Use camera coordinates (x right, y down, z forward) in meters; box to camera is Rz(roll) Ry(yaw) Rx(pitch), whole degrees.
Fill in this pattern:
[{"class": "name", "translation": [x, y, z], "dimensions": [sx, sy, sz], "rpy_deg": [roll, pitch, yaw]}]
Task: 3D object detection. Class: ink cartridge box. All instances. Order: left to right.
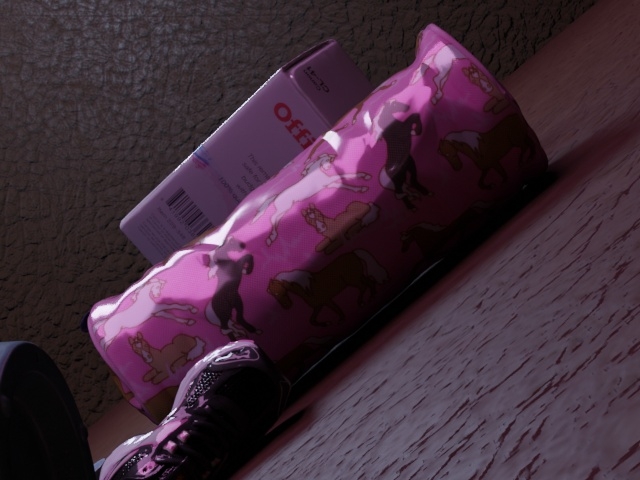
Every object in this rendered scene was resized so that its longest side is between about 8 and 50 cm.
[{"class": "ink cartridge box", "translation": [-0.038, -0.035, 1.296], "dimensions": [0.306, 0.226, 0.131], "rpy_deg": [-37, 5, 34]}]

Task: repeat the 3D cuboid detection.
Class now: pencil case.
[{"class": "pencil case", "translation": [0.000, 0.000, 0.936], "dimensions": [0.386, 0.167, 0.160], "rpy_deg": [-40, -35, 2]}]

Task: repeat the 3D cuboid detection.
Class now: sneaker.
[{"class": "sneaker", "translation": [-0.089, 0.148, 0.802], "dimensions": [0.178, 0.072, 0.077], "rpy_deg": [-48, 12, 20]}]

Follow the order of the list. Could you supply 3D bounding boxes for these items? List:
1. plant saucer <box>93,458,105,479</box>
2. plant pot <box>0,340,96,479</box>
[{"class": "plant saucer", "translation": [-0.282, 0.299, 1.190], "dimensions": [0.195, 0.037, 0.195], "rpy_deg": [-40, 2, 1]}, {"class": "plant pot", "translation": [-0.243, 0.161, 0.681], "dimensions": [0.196, 0.293, 0.293], "rpy_deg": [-14, 4, 3]}]
